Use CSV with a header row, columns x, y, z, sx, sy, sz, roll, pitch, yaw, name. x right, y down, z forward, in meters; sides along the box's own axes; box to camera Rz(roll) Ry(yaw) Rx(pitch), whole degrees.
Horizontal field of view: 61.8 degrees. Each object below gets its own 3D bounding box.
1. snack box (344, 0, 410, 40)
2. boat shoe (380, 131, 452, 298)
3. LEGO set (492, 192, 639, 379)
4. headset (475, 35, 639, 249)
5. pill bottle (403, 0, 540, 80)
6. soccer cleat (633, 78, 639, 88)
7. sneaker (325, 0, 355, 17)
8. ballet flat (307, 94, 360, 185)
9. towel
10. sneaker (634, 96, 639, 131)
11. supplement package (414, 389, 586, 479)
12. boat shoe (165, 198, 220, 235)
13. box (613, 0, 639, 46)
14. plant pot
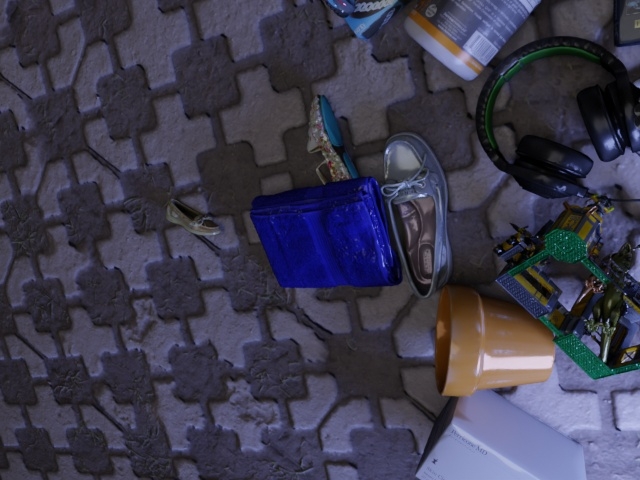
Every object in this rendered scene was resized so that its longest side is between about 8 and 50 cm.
x,y,z,sx,sy,sz,roll,pitch,yaw,name
0.143,-0.544,0.959,0.322,0.060,0.187,-37,86,25,snack box
0.185,-0.049,1.034,0.118,0.103,0.321,-6,100,24,boat shoe
0.465,0.057,0.872,0.331,0.192,0.255,40,148,11,LEGO set
0.445,-0.157,0.908,0.243,0.185,0.394,-42,69,25,headset
0.280,-0.420,0.876,0.162,0.162,0.278,43,114,8,pill bottle
0.554,-0.254,0.869,0.083,0.035,0.029,5,104,21,soccer cleat
0.038,-0.526,0.919,0.125,0.104,0.262,-8,96,24,sneaker
0.017,-0.172,1.083,0.077,0.091,0.241,-22,91,21,ballet flat
0.000,0.000,1.090,0.308,0.076,0.228,-5,111,38,towel
0.596,-0.259,0.758,0.330,0.147,0.130,-54,37,14,sneaker
0.346,0.420,1.022,0.261,0.204,0.145,30,111,14,supplement package
-0.301,-0.053,1.265,0.153,0.056,0.048,23,115,24,boat shoe
0.578,-0.406,0.811,0.232,0.059,0.184,-2,101,22,box
0.320,0.191,0.997,0.187,0.205,0.205,4,104,5,plant pot
